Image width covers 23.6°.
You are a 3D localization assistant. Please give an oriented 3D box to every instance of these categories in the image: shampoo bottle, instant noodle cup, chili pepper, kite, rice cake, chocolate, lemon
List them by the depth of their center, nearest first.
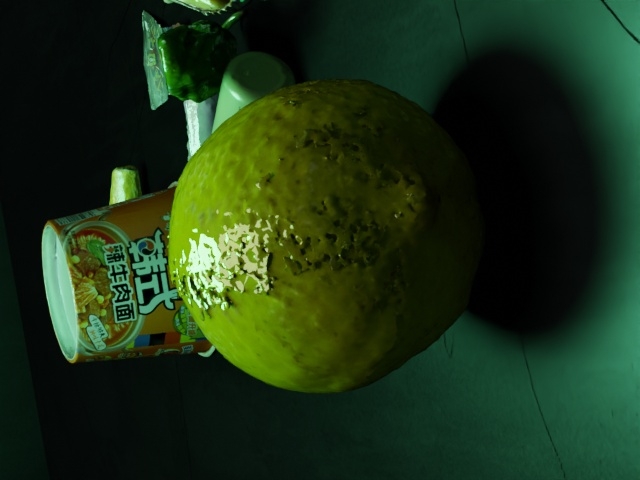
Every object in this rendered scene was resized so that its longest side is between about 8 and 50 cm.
[{"bbox_3d":[0.000,0.000,1.272,0.310,0.258,0.257,153,106,-68],"label":"lemon"},{"bbox_3d":[-0.131,-0.198,1.648,0.257,0.074,0.100,-86,6,-78],"label":"chili pepper"},{"bbox_3d":[-0.077,-0.127,1.673,0.162,0.079,0.079,107,147,-51],"label":"shampoo bottle"},{"bbox_3d":[-0.133,-0.071,1.885,0.049,0.055,0.269,-101,6,-82],"label":"rice cake"},{"bbox_3d":[-0.211,-0.247,2.064,0.245,0.015,0.141,-167,67,-72],"label":"kite"},{"bbox_3d":[-0.264,0.053,2.090,0.250,0.192,0.250,171,90,-69],"label":"instant noodle cup"},{"bbox_3d":[-0.286,-0.005,2.304,0.085,0.086,0.219,-143,51,-62],"label":"chocolate"}]

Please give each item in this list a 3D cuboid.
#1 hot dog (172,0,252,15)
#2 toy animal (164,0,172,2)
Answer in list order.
[{"bbox_3d":[-0.149,-0.307,1.693,0.191,0.108,0.059,23,158,28],"label":"hot dog"},{"bbox_3d":[-0.161,-0.343,1.794,0.089,0.083,0.150,-132,39,-51],"label":"toy animal"}]
